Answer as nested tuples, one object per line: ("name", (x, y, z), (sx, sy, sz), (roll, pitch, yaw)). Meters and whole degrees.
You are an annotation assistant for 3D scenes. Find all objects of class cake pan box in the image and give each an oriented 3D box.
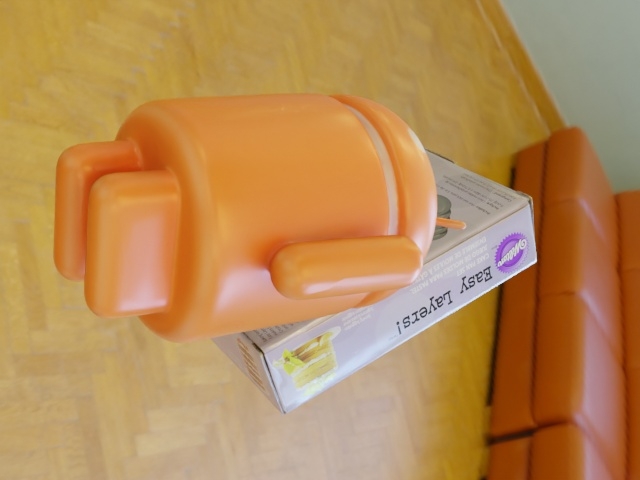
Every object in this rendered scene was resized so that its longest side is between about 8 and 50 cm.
("cake pan box", (0.000, 0.000, 0.766), (0.246, 0.267, 0.070), (-28, 123, -22))

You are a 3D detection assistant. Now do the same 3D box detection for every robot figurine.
("robot figurine", (-0.030, -0.018, 0.498), (0.219, 0.158, 0.128), (-7, 79, -34))
